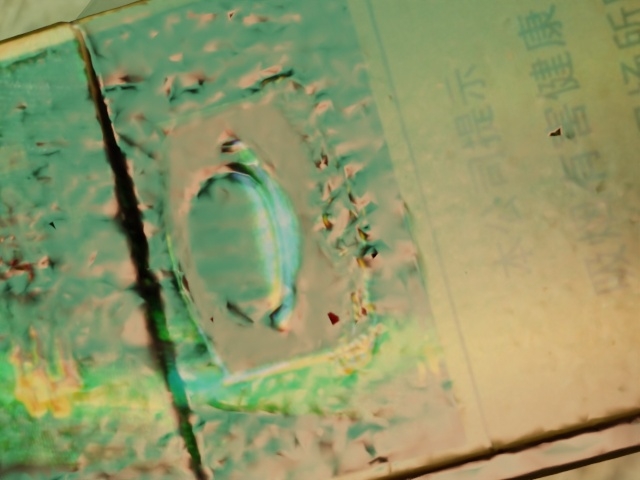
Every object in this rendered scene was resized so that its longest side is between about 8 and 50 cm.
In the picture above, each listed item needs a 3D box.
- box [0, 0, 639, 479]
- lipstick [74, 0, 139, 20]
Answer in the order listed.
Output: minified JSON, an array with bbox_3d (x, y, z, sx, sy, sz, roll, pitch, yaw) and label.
[{"bbox_3d":[0.000,0.000,0.389,0.240,0.071,0.159,-17,87,6],"label":"box"},{"bbox_3d":[-0.022,-0.107,0.464,0.059,0.059,0.264,42,90,23],"label":"lipstick"}]
